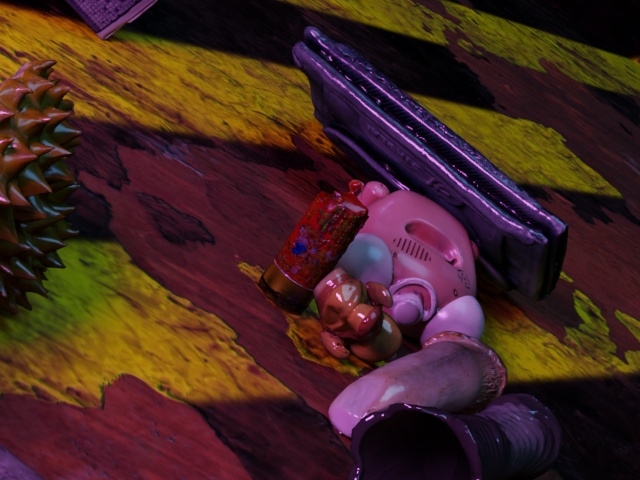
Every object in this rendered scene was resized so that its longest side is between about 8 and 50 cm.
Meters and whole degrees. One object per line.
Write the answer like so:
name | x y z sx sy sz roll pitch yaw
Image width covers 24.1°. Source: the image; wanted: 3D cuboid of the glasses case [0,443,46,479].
glasses case | -0.179 0.162 0.826 0.299 0.060 0.114 38 25 3

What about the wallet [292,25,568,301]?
wallet | 0.109 -0.068 1.589 0.342 0.075 0.237 40 -8 15

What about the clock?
clock | 0.087 0.027 1.443 0.166 0.093 0.162 32 26 -13

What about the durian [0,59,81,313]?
durian | -0.251 -0.036 1.002 0.166 0.172 0.306 14 30 7

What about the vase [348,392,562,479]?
vase | 0.118 0.172 1.199 0.115 0.115 0.237 46 18 20

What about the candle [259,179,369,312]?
candle | 0.000 0.000 1.310 0.052 0.130 0.052 31 21 -13

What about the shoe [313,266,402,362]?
shoe | 0.031 0.070 1.303 0.069 0.072 0.109 44 -22 29

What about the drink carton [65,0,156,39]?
drink carton | -0.259 -0.324 1.500 0.134 0.102 0.222 57 5 36

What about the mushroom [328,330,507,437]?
mushroom | 0.082 0.125 1.281 0.084 0.071 0.209 41 26 23
